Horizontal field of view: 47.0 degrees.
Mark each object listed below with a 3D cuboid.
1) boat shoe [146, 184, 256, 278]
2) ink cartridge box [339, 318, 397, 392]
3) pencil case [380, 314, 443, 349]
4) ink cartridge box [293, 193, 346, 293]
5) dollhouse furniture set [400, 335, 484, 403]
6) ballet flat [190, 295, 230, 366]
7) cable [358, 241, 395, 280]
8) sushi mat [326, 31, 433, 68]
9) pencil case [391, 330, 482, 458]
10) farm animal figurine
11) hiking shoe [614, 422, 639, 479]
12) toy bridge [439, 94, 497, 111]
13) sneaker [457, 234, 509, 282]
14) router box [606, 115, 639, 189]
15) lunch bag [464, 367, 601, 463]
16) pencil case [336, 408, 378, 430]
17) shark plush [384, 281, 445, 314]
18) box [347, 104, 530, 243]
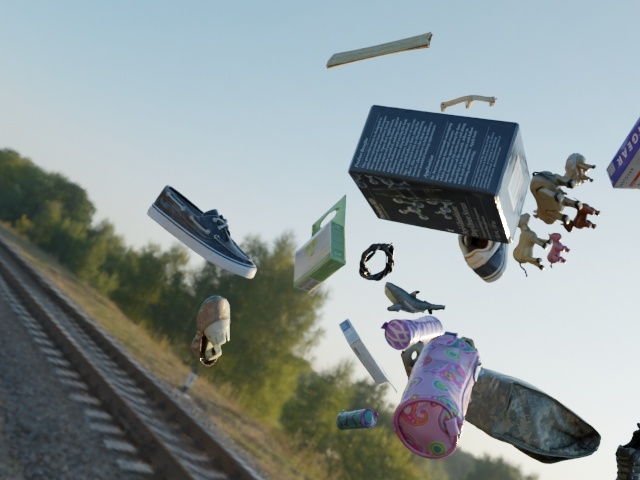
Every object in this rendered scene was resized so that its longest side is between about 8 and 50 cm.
[{"bbox_3d":[-0.262,-0.024,1.716,0.301,0.102,0.108,34,6,15],"label":"boat shoe"},{"bbox_3d":[0.149,0.378,2.376,0.224,0.045,0.223,55,0,-13],"label":"ink cartridge box"},{"bbox_3d":[0.248,0.239,1.948,0.088,0.086,0.206,44,21,27],"label":"pencil case"},{"bbox_3d":[0.000,0.000,1.927,0.056,0.235,0.171,23,-42,-27],"label":"ink cartridge box"},{"bbox_3d":[0.301,0.278,1.660,0.129,0.184,0.129,10,-58,58],"label":"dollhouse furniture set"},{"bbox_3d":[-0.324,0.288,2.248,0.106,0.108,0.316,61,-29,27],"label":"ballet flat"},{"bbox_3d":[0.212,0.090,2.784,0.047,0.151,0.184,47,-35,41],"label":"cable"},{"bbox_3d":[0.175,-0.567,2.196,0.317,0.151,0.019,-8,-63,19],"label":"sushi mat"},{"bbox_3d":[0.215,0.267,1.311,0.124,0.124,0.284,29,23,10],"label":"pencil case"},{"bbox_3d":[0.740,-0.092,2.400,0.172,0.330,0.326,28,-41,49],"label":"farm animal figurine"},{"bbox_3d":[0.786,0.582,1.890,0.114,0.227,0.086,46,-24,-15],"label":"hiking shoe"},{"bbox_3d":[0.497,-0.463,2.457,0.188,0.026,0.063,-7,-15,-1],"label":"toy bridge"},{"bbox_3d":[0.491,-0.030,2.189,0.127,0.321,0.126,39,-52,-22],"label":"sneaker"},{"bbox_3d":[1.057,-0.283,2.157,0.301,0.082,0.335,2,-36,-8],"label":"router box"},{"bbox_3d":[0.525,0.450,1.845,0.287,0.169,0.235,24,-5,-11],"label":"lunch bag"},{"bbox_3d":[0.118,0.592,2.433,0.070,0.064,0.152,-12,-7,-37],"label":"pencil case"},{"bbox_3d":[0.239,0.157,1.899,0.161,0.067,0.073,19,25,24],"label":"shark plush"},{"bbox_3d":[0.318,-0.173,1.929,0.396,0.212,0.293,13,-18,27],"label":"box"}]
